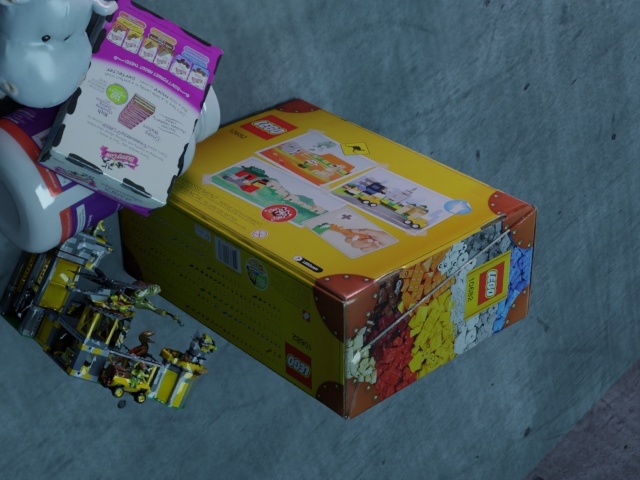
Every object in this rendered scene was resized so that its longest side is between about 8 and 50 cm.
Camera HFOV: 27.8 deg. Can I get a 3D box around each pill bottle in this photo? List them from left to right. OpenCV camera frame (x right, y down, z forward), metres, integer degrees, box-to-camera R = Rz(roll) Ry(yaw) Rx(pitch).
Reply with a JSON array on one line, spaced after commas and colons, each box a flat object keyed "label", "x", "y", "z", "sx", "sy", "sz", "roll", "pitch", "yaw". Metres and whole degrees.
[{"label": "pill bottle", "x": -0.297, "y": -0.128, "z": 1.731, "sx": 0.323, "sy": 0.181, "sz": 0.181, "roll": -32, "pitch": 133, "yaw": -31}]

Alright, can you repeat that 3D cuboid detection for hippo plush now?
[{"label": "hippo plush", "x": -0.334, "y": -0.284, "z": 1.550, "sx": 0.234, "sy": 0.236, "sz": 0.294, "roll": -7, "pitch": 118, "yaw": -45}]

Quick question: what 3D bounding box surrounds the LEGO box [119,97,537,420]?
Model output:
[{"label": "LEGO box", "x": 0.000, "y": 0.000, "z": 1.880, "sx": 0.372, "sy": 0.500, "sz": 0.193, "roll": -25, "pitch": 129, "yaw": -35}]

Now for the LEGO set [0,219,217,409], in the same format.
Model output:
[{"label": "LEGO set", "x": -0.284, "y": 0.078, "z": 1.795, "sx": 0.255, "sy": 0.331, "sz": 0.192, "roll": 23, "pitch": 94, "yaw": -31}]

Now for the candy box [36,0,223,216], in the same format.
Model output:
[{"label": "candy box", "x": -0.237, "y": -0.169, "z": 1.625, "sx": 0.159, "sy": 0.071, "sz": 0.233, "roll": 27, "pitch": 65, "yaw": -20}]
